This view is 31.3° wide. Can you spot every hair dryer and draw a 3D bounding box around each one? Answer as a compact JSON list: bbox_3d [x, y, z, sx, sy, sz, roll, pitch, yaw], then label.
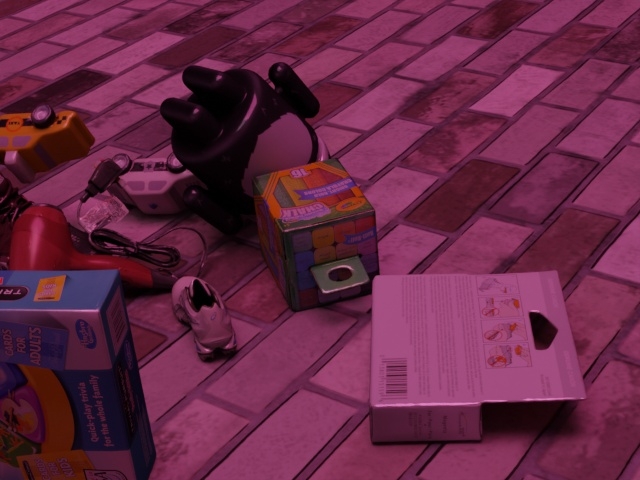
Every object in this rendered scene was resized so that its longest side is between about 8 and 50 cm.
[{"bbox_3d":[-0.313,0.026,1.546,0.223,0.080,0.293,41,64,11],"label":"hair dryer"}]

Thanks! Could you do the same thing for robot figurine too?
[{"bbox_3d":[-0.102,-0.137,1.660,0.209,0.278,0.174,-31,43,19],"label":"robot figurine"}]

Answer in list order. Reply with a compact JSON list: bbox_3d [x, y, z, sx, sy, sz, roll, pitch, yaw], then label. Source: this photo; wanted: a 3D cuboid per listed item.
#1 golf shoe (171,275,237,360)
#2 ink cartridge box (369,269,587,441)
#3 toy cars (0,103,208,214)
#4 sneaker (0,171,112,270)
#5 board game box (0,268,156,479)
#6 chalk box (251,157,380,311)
[{"bbox_3d":[-0.154,0.076,1.488,0.069,0.086,0.176,-18,31,-17],"label":"golf shoe"},{"bbox_3d":[0.180,0.131,1.372,0.238,0.060,0.275,-1,30,4],"label":"ink cartridge box"},{"bbox_3d":[-0.344,-0.105,1.717,0.393,0.176,0.087,18,61,-23],"label":"toy cars"},{"bbox_3d":[-0.436,-0.034,1.637,0.281,0.163,0.106,8,33,22],"label":"sneaker"},{"bbox_3d":[-0.364,0.156,1.221,0.335,0.254,0.079,0,32,8],"label":"board game box"},{"bbox_3d":[0.000,0.000,1.546,0.132,0.132,0.213,-14,32,-13],"label":"chalk box"}]
